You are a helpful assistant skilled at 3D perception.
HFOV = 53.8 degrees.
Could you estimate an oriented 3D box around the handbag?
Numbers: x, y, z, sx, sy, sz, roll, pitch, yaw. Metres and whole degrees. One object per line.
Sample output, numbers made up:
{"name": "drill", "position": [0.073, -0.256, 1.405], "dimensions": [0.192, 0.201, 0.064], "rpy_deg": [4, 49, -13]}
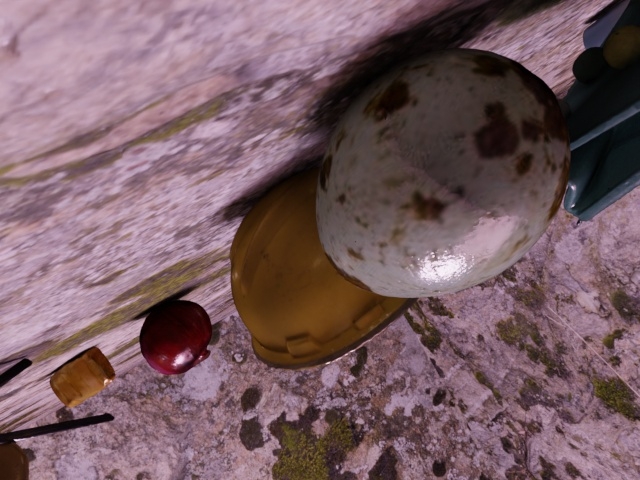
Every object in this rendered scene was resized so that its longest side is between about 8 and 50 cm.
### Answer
{"name": "handbag", "position": [0.271, -0.166, 0.462], "dimensions": [0.268, 0.100, 0.274], "rpy_deg": [-51, 176, -11]}

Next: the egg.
{"name": "egg", "position": [0.080, -0.039, 0.480], "dimensions": [0.169, 0.169, 0.231], "rpy_deg": [-26, 164, -41]}

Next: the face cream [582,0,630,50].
{"name": "face cream", "position": [0.396, -0.265, 0.644], "dimensions": [0.077, 0.077, 0.250], "rpy_deg": [-27, 174, -38]}

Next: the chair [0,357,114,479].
{"name": "chair", "position": [-0.384, 0.246, 0.672], "dimensions": [0.158, 0.172, 0.247], "rpy_deg": [-62, 169, 10]}

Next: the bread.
{"name": "bread", "position": [-0.412, 0.238, 1.091], "dimensions": [0.132, 0.074, 0.053], "rpy_deg": [-31, -173, 31]}

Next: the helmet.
{"name": "helmet", "position": [0.000, 0.000, 0.645], "dimensions": [0.257, 0.140, 0.205], "rpy_deg": [-38, -151, -1]}

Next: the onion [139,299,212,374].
{"name": "onion", "position": [-0.238, 0.160, 1.050], "dimensions": [0.131, 0.131, 0.131], "rpy_deg": [-30, 176, -2]}
